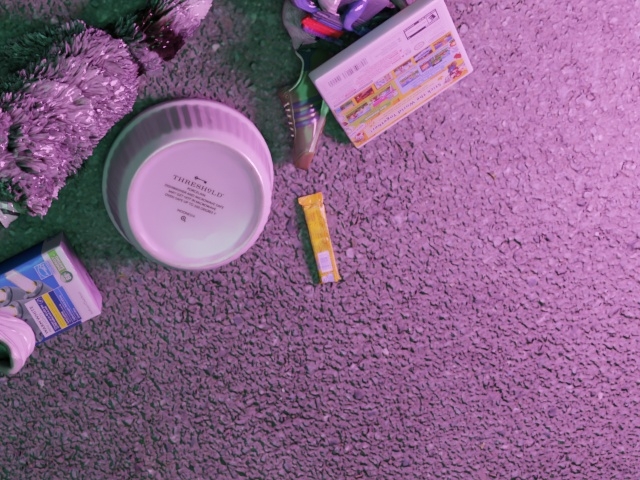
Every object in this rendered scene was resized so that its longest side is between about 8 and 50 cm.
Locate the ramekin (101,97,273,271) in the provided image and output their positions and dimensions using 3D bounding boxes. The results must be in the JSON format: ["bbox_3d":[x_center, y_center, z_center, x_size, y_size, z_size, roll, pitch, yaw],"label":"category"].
[{"bbox_3d":[-0.198,-0.075,1.872,0.273,0.127,0.272,-4,113,-11],"label":"ramekin"}]

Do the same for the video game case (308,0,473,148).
[{"bbox_3d":[0.112,-0.258,1.865,0.227,0.026,0.206,-34,148,3],"label":"video game case"}]

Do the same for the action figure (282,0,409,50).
[{"bbox_3d":[0.079,-0.408,1.822,0.330,0.178,0.341,-42,143,19],"label":"action figure"}]

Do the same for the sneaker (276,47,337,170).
[{"bbox_3d":[-0.030,-0.212,1.906,0.086,0.064,0.192,18,104,-6],"label":"sneaker"}]

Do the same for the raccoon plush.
[{"bbox_3d":[-0.348,-0.231,1.722,0.216,0.299,0.446,37,98,-17],"label":"raccoon plush"}]

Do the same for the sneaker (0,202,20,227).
[{"bbox_3d":[-0.506,-0.074,1.891,0.044,0.040,0.109,-36,113,-13],"label":"sneaker"}]

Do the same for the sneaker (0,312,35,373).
[{"bbox_3d":[-0.544,0.138,1.824,0.232,0.115,0.090,17,105,-14],"label":"sneaker"}]

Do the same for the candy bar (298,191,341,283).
[{"bbox_3d":[0.000,0.000,1.996,0.040,0.018,0.161,-13,109,-1],"label":"candy bar"}]

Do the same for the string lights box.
[{"bbox_3d":[-0.492,0.107,1.925,0.260,0.076,0.133,-27,110,1],"label":"string lights box"}]
